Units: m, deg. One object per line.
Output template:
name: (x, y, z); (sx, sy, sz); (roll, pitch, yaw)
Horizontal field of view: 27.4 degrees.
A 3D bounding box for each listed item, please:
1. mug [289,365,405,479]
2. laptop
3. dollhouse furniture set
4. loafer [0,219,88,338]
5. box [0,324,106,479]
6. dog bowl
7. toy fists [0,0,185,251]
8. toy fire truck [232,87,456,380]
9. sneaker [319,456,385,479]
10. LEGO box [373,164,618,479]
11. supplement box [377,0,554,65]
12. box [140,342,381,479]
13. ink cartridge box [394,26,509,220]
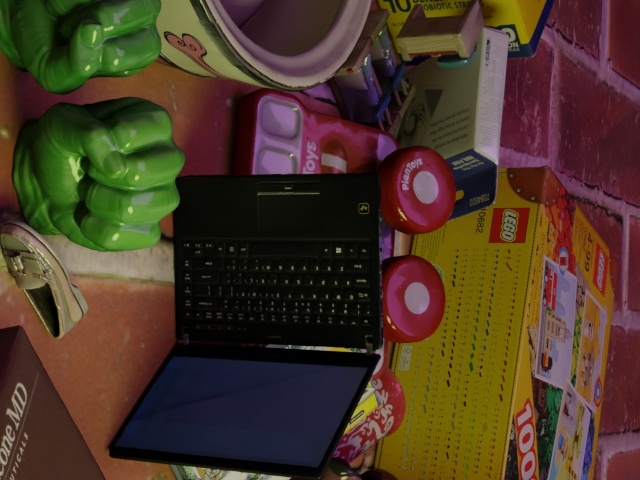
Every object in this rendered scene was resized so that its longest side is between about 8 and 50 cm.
mug: (0.014, 0.229, 1.524); (0.169, 0.113, 0.150); (-31, 115, -54)
laptop: (-0.073, 0.070, 1.231); (0.137, 0.234, 0.264); (-6, 96, -62)
dollhouse furniture set: (0.105, -0.199, 1.609); (0.129, 0.184, 0.129); (-62, 141, -40)
loafer: (-0.240, 0.036, 1.126); (0.039, 0.045, 0.125); (-61, 144, -31)
box: (-0.227, 0.273, 0.999); (0.191, 0.143, 0.381); (-86, 158, -54)
dog bowl: (-0.095, -0.344, 1.281); (0.408, 0.150, 0.407); (3, 86, -61)
toy fists: (-0.196, -0.124, 1.100); (0.096, 0.142, 0.279); (-26, 113, -59)
toy fire truck: (0.000, 0.000, 1.477); (0.254, 0.169, 0.302); (12, 79, -35)
sneaker: (-0.027, 0.306, 1.375); (0.281, 0.106, 0.162); (-19, 134, -52)
LEGO box: (0.265, 0.194, 1.893); (0.372, 0.193, 0.500); (40, 56, -54)
supplement box: (0.168, -0.428, 1.716); (0.356, 0.194, 0.195); (64, 38, -38)
box: (-0.055, 0.171, 1.354); (0.233, 0.044, 0.159); (-36, 124, -24)
ink cartridge box: (0.161, -0.138, 1.701); (0.045, 0.223, 0.223); (11, 76, -23)
